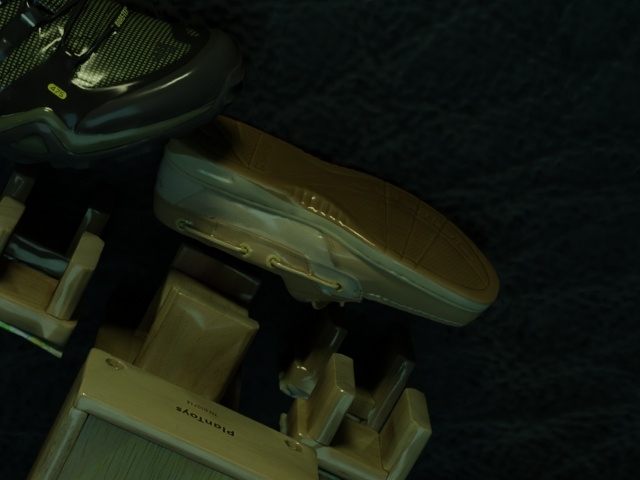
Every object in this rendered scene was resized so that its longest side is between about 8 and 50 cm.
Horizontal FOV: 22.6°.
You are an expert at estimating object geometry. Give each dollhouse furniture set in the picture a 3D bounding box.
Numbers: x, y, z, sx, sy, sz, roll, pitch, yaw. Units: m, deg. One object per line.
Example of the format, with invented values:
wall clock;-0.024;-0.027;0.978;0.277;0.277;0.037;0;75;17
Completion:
dollhouse furniture set;-0.082;0.103;0.708;0.212;0.242;0.161;26;106;-9

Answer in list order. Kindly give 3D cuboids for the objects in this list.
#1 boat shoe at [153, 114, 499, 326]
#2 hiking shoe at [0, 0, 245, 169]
boat shoe;0.000;0.000;0.753;0.170;0.063;0.059;27;122;1
hiking shoe;-0.144;-0.103;0.692;0.227;0.086;0.114;7;123;3
